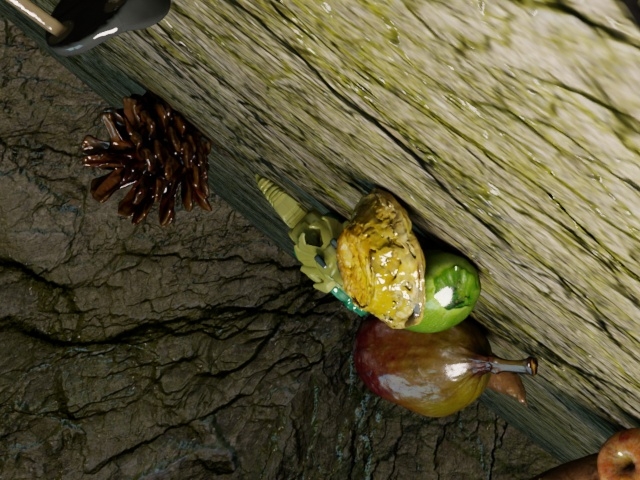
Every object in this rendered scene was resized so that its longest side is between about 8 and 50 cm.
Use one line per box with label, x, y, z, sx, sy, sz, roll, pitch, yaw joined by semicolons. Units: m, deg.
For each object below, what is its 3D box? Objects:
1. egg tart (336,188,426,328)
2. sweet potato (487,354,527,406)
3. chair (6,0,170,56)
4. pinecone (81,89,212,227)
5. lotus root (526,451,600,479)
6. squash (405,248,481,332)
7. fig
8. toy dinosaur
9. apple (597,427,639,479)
egg tart;0.050;0.018;1.016;0.130;0.052;0.130;169;90;-69
sweet potato;0.219;0.182;1.765;0.072;0.066;0.314;33;178;-37
chair;-0.211;-0.210;0.821;0.221;0.095;0.104;41;-172;-41
pinecone;-0.279;-0.124;1.868;0.202;0.201;0.228;-1;117;44
lotus root;0.352;0.341;1.307;0.272;0.192;0.272;28;-146;-21
squash;0.094;0.048;1.142;0.082;0.082;0.292;39;176;-4
fig;0.164;0.151;1.454;0.170;0.145;0.274;19;170;-32
toy dinosaur;0.000;0.000;1.507;0.259;0.094;0.153;46;-179;39
apple;0.323;0.230;1.170;0.084;0.084;0.071;36;-176;41
